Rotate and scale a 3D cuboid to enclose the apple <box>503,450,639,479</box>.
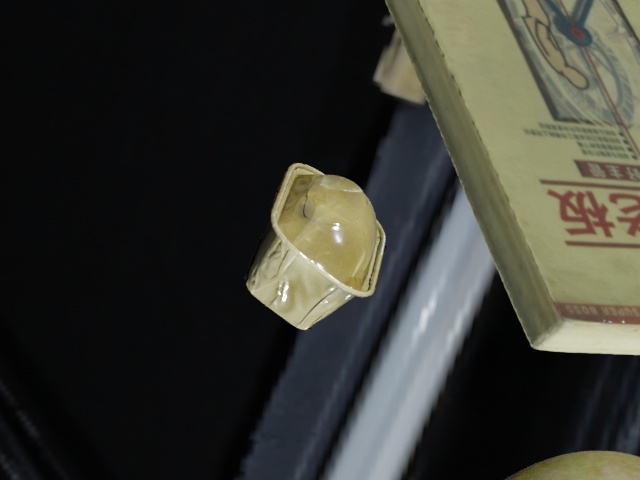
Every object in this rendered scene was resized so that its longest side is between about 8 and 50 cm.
[{"bbox_3d":[0.173,0.263,0.999,0.234,0.257,0.257,-45,-144,-11],"label":"apple"}]

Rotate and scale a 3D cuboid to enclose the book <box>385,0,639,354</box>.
[{"bbox_3d":[0.121,-0.048,0.680,0.026,0.161,0.231,-60,-142,42],"label":"book"}]

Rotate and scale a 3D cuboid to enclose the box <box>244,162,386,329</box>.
[{"bbox_3d":[0.000,0.000,1.330,0.111,0.111,0.177,-58,-174,24],"label":"box"}]
